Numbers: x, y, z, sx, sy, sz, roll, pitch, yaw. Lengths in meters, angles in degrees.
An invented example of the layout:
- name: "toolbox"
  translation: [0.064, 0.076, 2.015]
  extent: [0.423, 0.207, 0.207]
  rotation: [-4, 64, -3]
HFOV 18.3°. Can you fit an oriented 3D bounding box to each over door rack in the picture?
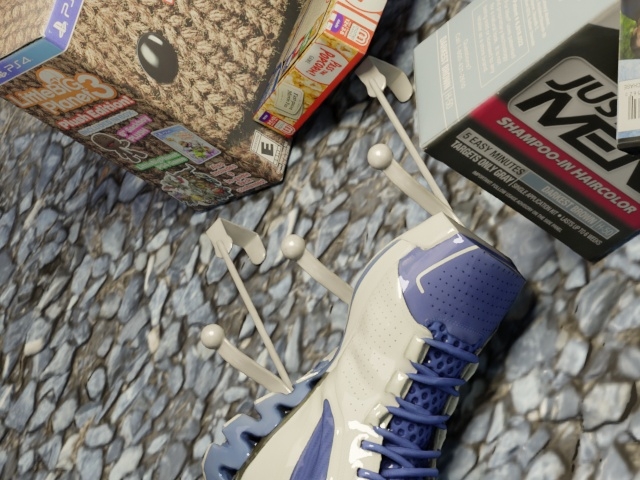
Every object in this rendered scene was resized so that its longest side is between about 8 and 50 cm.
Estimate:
- name: "over door rack"
  translation: [0.000, 0.000, 1.707]
  extent: [0.239, 0.108, 0.324]
  rotation: [-46, 33, 19]

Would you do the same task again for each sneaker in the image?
- name: "sneaker"
  translation: [0.055, 0.150, 1.502]
  extent: [0.315, 0.127, 0.182]
  rotation: [-49, 41, 17]

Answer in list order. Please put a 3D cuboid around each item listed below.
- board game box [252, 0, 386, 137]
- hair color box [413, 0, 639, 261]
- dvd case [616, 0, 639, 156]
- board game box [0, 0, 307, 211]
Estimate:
- name: "board game box"
  translation: [0.010, -0.199, 1.846]
  extent: [0.193, 0.045, 0.147]
  rotation: [-44, 21, 61]
- name: "hair color box"
  translation: [0.261, -0.156, 1.387]
  extent: [0.374, 0.185, 0.114]
  rotation: [-38, 37, 32]
- name: "dvd case"
  translation: [0.265, -0.186, 1.228]
  extent: [0.180, 0.022, 0.253]
  rotation: [-6, 76, 42]
- name: "board game box"
  translation: [-0.160, -0.204, 1.933]
  extent: [0.141, 0.291, 0.232]
  rotation: [-18, 50, 48]
